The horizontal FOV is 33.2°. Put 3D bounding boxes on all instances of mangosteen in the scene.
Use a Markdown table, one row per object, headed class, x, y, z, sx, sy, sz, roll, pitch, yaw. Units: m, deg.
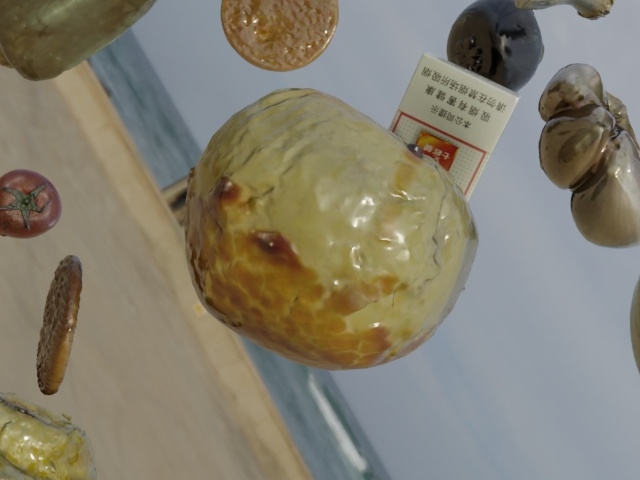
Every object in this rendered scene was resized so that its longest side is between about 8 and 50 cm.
| class | x | y | z | sx | sy | sz | roll | pitch | yaw |
| --- | --- | --- | --- | --- | --- | --- | --- | --- | --- |
| mangosteen | 0.385 | -0.418 | 2.317 | 0.243 | 0.243 | 0.243 | 60 | -3 | 6 |

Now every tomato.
| class | x | y | z | sx | sy | sz | roll | pitch | yaw |
| --- | --- | --- | --- | --- | --- | --- | --- | --- | --- |
| tomato | -0.670 | -0.079 | 2.430 | 0.167 | 0.167 | 0.167 | 60 | -3 | 6 |

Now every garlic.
| class | x | y | z | sx | sy | sz | roll | pitch | yaw |
| --- | --- | --- | --- | --- | --- | --- | --- | --- | --- |
| garlic | 0.397 | -0.117 | 1.540 | 0.279 | 0.132 | 0.325 | 61 | 24 | -3 |

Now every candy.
| class | x | y | z | sx | sy | sz | roll | pitch | yaw |
| --- | --- | --- | --- | --- | --- | --- | --- | --- | --- |
| candy | -0.317 | -0.309 | 1.401 | 0.104 | 0.234 | 0.102 | 65 | 9 | 28 |

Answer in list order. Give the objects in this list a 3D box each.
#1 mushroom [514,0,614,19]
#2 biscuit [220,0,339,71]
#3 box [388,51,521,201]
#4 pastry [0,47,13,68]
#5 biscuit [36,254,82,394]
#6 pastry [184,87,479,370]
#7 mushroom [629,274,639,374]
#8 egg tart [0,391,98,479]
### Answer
| class | x | y | z | sx | sy | sz | roll | pitch | yaw |
| --- | --- | --- | --- | --- | --- | --- | --- | --- | --- |
| mushroom | 0.483 | -0.485 | 2.110 | 0.081 | 0.223 | 0.092 | 52 | -45 | 46 |
| biscuit | -0.085 | -0.475 | 1.905 | 0.052 | 0.275 | 0.354 | -160 | -125 | -86 |
| box | 0.235 | -0.184 | 2.151 | 0.210 | 0.330 | 0.095 | 27 | 18 | 6 |
| pastry | -0.458 | -0.358 | 1.741 | 0.093 | 0.192 | 0.182 | 49 | 12 | -8 |
| biscuit | -0.346 | 0.110 | 1.410 | 0.188 | 0.027 | 0.187 | -168 | -90 | -69 |
| pastry | 0.000 | 0.000 | 1.353 | 0.389 | 0.312 | 0.388 | 35 | -1 | 1 |
| mushroom | 0.481 | 0.118 | 1.081 | 0.352 | 0.260 | 0.352 | 40 | -16 | 14 |
| egg tart | -0.456 | 0.309 | 1.615 | 0.345 | 0.132 | 0.345 | 25 | -9 | 4 |
